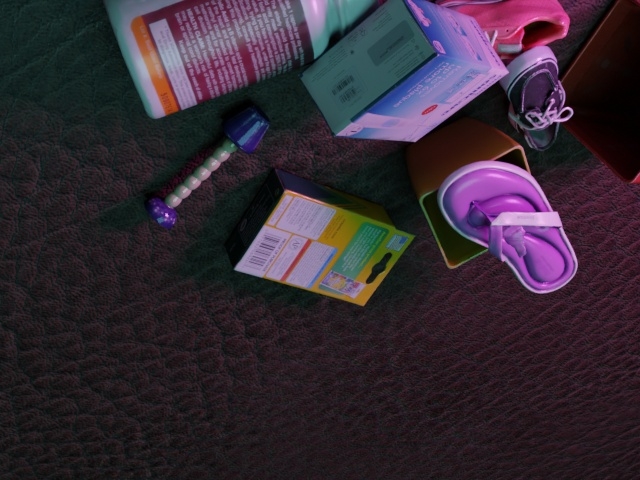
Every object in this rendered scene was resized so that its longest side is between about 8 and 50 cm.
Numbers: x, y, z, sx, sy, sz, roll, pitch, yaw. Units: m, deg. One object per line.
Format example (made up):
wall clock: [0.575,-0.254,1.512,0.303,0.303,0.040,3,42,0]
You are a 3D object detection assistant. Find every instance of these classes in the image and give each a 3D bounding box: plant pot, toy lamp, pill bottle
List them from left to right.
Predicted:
toy lamp: [-0.202,-0.136,1.853,0.275,0.080,0.080,-43,131,13]
pill bottle: [-0.121,-0.356,1.604,0.392,0.224,0.224,-20,133,-5]
plant pot: [0.278,-0.113,1.997,0.212,0.187,0.212,-28,133,1]
plant pot: [0.652,-0.274,1.991,0.236,0.267,0.267,7,126,-43]

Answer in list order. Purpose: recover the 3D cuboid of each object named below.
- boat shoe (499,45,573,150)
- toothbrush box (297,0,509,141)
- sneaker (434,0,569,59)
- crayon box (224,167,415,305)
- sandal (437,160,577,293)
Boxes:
boat shoe: [0.401,-0.251,1.908,0.113,0.105,0.306,-27,159,-3]
toothbrush box: [0.141,-0.271,1.674,0.216,0.126,0.295,-36,166,27]
sneaker: [0.295,-0.370,1.826,0.314,0.136,0.116,-20,132,-6]
crayon box: [0.000,0.000,2.046,0.323,0.083,0.203,18,119,-33]
sandal: [0.379,-0.014,1.924,0.169,0.102,0.416,-43,131,14]
